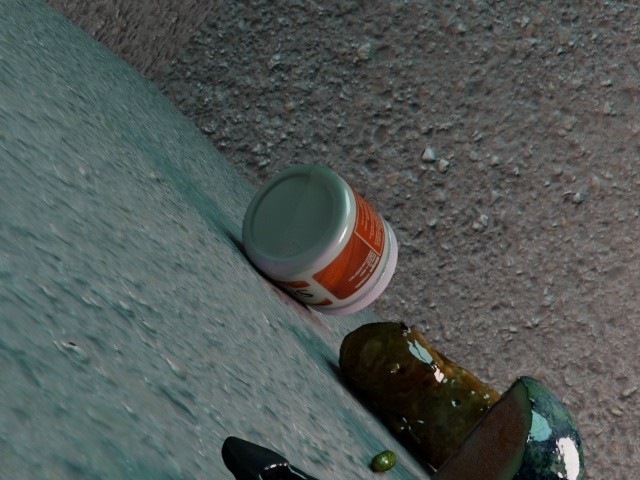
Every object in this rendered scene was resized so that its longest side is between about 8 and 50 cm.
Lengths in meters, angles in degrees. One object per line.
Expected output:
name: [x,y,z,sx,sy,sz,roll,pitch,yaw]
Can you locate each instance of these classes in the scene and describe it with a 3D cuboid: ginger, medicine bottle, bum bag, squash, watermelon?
ginger: [0.194,0.282,1.874,0.418,0.176,0.254,42,5,29]
medicine bottle: [0.000,0.000,2.211,0.252,0.252,0.241,48,6,40]
bum bag: [0.011,0.252,0.922,0.137,0.074,0.310,33,-9,33]
squash: [0.089,0.310,1.505,0.027,0.027,0.083,46,5,12]
watermelon: [0.276,0.353,1.660,0.226,0.318,0.148,-4,-26,36]
